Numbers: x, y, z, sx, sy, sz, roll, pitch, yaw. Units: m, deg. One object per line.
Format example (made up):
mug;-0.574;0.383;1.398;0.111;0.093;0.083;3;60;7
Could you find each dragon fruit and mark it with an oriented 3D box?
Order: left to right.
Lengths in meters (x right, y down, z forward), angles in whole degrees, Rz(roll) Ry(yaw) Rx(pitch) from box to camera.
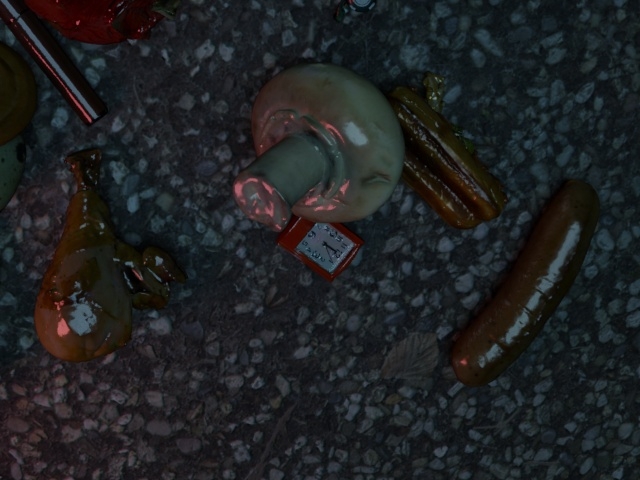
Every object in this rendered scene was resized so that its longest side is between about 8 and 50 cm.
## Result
dragon fruit;-0.389;-0.481;1.452;0.343;0.277;0.277;33;98;-18

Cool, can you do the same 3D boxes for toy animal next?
toy animal;0.223;-0.288;1.726;0.061;0.081;0.083;-19;144;-12

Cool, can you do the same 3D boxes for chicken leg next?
chicken leg;-0.405;0.026;1.670;0.295;0.182;0.409;-2;90;-18

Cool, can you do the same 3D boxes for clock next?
clock;0.000;0.000;1.761;0.155;0.061;0.113;37;97;-20

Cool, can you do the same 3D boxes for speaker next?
speaker;0.060;-0.458;1.632;0.095;0.075;0.060;-25;111;7

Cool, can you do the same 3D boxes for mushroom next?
mushroom;-0.017;-0.153;1.556;0.315;0.336;0.314;16;127;23

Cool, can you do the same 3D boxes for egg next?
egg;-0.633;-0.125;1.561;0.228;0.177;0.177;-46;109;-15

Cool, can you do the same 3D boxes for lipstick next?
lipstick;-0.517;-0.365;1.572;0.057;0.057;0.356;-35;109;1

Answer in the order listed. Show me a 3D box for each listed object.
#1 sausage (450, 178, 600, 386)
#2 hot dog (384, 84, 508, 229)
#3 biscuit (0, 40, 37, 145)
sausage;0.448;0.103;1.832;0.136;0.123;0.500;34;99;13
hot dog;0.228;-0.168;1.711;0.349;0.117;0.158;42;140;-14
biscuit;-0.632;-0.268;1.510;0.262;0.037;0.261;8;64;-16
